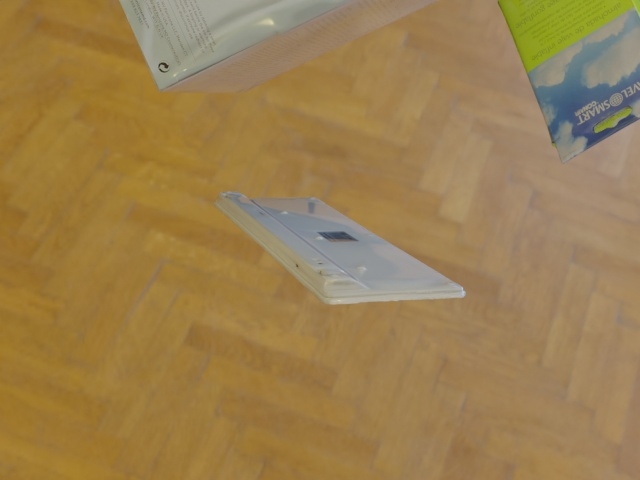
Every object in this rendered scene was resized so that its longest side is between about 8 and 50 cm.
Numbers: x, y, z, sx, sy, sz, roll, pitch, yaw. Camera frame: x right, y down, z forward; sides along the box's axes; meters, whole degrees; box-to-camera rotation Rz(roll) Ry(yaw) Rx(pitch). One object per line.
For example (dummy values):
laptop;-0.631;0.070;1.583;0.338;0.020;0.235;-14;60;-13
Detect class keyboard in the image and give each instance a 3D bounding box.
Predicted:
keyboard;0.000;0.000;0.686;0.072;0.014;0.256;4;11;-18

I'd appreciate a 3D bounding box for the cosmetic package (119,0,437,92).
cosmetic package;0.002;-0.234;1.117;0.284;0.097;0.377;-22;4;8

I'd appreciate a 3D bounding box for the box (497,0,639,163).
box;0.224;-0.155;1.003;0.042;0.109;0.178;23;44;-48
